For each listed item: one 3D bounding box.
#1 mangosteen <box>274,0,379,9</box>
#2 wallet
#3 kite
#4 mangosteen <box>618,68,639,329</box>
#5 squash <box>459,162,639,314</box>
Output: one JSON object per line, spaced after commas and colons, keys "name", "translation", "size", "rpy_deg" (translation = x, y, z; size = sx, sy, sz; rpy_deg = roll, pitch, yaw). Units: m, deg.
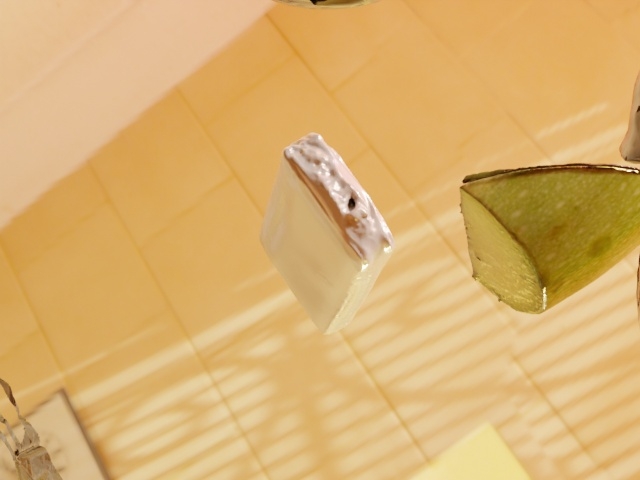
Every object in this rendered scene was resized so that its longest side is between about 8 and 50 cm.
{"name": "mangosteen", "translation": [0.007, -0.225, 0.762], "size": [0.210, 0.210, 0.210], "rpy_deg": [-19, -42, -18]}
{"name": "wallet", "translation": [0.000, 0.000, 0.900], "size": [0.033, 0.095, 0.190], "rpy_deg": [-34, -9, -17]}
{"name": "kite", "translation": [-0.203, 0.151, 0.990], "size": [0.015, 0.245, 0.141], "rpy_deg": [-25, -20, -28]}
{"name": "mangosteen", "translation": [0.282, 0.003, 0.593], "size": [0.330, 0.330, 0.330], "rpy_deg": [-19, -42, -18]}
{"name": "squash", "translation": [0.220, 0.010, 1.260], "size": [0.184, 0.085, 0.192], "rpy_deg": [-8, -29, 8]}
